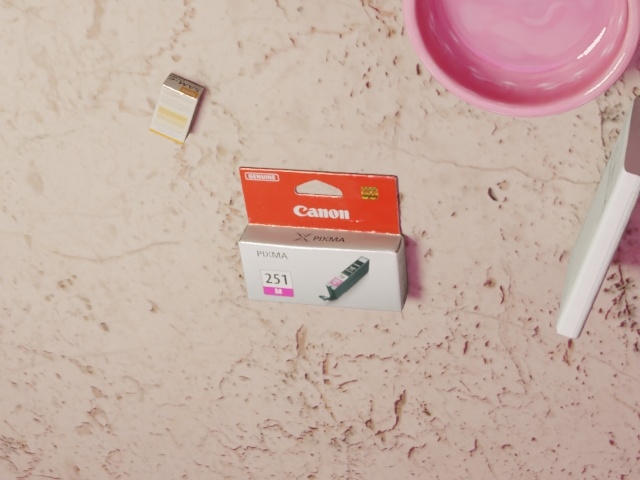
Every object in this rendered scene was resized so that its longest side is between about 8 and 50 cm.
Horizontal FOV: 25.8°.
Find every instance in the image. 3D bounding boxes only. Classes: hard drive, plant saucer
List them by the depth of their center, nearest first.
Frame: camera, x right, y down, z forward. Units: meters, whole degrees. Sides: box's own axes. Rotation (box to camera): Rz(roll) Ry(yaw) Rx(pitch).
[{"bbox_3d":[0.282,-0.331,1.934,0.332,0.084,0.332,9,128,11],"label":"plant saucer"},{"bbox_3d":[0.418,-0.032,2.039,0.040,0.203,0.307,17,130,5],"label":"hard drive"}]

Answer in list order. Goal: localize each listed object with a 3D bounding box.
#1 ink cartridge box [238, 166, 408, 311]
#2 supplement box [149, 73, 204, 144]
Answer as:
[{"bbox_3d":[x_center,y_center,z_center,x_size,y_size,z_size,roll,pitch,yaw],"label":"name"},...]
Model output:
[{"bbox_3d":[0.000,0.000,2.299,0.275,0.060,0.239,4,129,16],"label":"ink cartridge box"},{"bbox_3d":[-0.230,-0.210,2.228,0.062,0.036,0.098,24,130,0],"label":"supplement box"}]
